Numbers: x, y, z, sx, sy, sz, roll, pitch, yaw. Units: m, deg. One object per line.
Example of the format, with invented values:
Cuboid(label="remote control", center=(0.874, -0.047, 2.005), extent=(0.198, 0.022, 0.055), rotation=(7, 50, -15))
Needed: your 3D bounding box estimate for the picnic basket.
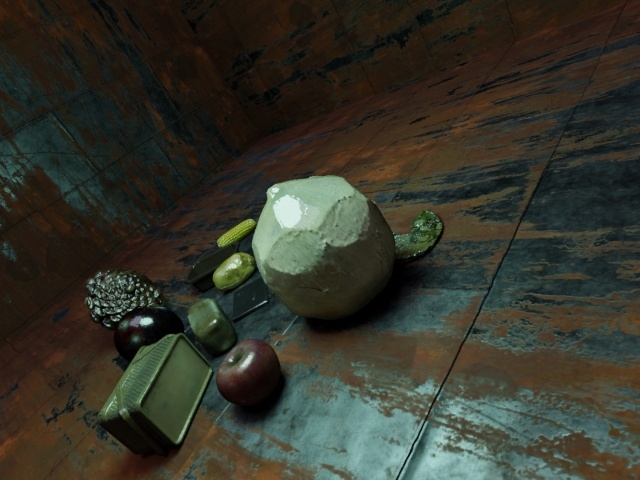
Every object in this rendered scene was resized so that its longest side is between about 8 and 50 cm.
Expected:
Cuboid(label="picnic basket", center=(-0.404, 0.384, 1.062), extent=(0.139, 0.165, 0.267), rotation=(-22, 27, 20))

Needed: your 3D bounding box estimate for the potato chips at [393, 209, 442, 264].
Cuboid(label="potato chips", center=(0.252, -0.009, 1.193), extent=(0.220, 0.029, 0.202), rotation=(-45, 27, -20))

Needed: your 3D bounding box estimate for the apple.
Cuboid(label="apple", center=(-0.164, 0.307, 0.974), extent=(0.153, 0.120, 0.153), rotation=(-32, 23, 16))

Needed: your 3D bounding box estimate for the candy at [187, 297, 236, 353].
Cuboid(label="candy", center=(-0.337, 0.256, 1.298), extent=(0.102, 0.104, 0.234), rotation=(-36, 24, -10))

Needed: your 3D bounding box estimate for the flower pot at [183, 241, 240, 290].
Cuboid(label="flower pot", center=(-0.416, 0.114, 1.695), extent=(0.250, 0.084, 0.179), rotation=(-27, 24, 10))

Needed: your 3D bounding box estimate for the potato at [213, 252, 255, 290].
Cuboid(label="potato", center=(-0.318, 0.113, 1.556), extent=(0.170, 0.107, 0.080), rotation=(-34, -18, -5))

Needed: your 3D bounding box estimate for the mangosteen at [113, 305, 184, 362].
Cuboid(label="mangosteen", center=(-0.545, 0.316, 1.348), extent=(0.216, 0.216, 0.216), rotation=(-26, 24, 13))

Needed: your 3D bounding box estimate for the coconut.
Cuboid(label="coconut", center=(0.000, 0.000, 1.067), extent=(0.346, 0.360, 0.346), rotation=(-28, 25, 14))

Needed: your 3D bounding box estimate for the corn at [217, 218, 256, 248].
Cuboid(label="corn", center=(-0.389, -0.030, 1.958), extent=(0.203, 0.072, 0.072), rotation=(-38, 24, -17))

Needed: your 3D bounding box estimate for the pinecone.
Cuboid(label="pinecone", center=(-0.781, 0.238, 1.677), extent=(0.242, 0.298, 0.296), rotation=(-66, 14, -12))

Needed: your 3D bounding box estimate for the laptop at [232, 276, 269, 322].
Cuboid(label="laptop", center=(-0.236, 0.188, 1.416), extent=(0.135, 0.016, 0.197), rotation=(-30, 24, 2))
